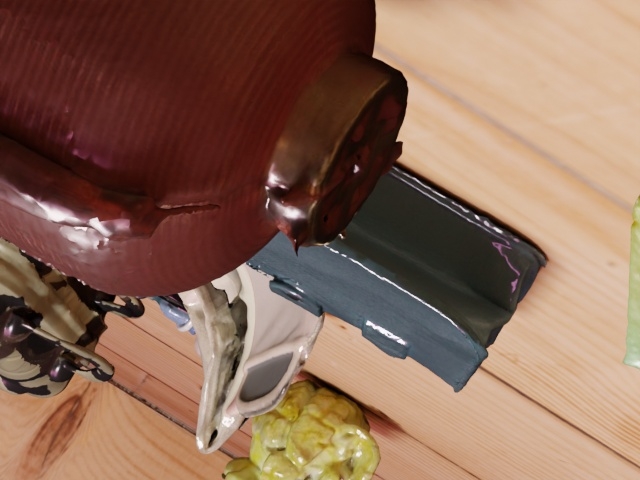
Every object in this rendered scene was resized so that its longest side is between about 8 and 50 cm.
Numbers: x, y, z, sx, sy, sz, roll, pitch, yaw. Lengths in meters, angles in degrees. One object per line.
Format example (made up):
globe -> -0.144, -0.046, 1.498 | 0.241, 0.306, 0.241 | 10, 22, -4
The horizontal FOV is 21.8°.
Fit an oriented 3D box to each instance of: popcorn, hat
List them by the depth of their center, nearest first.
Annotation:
hat -> -0.067, 0.010, 1.128 | 0.226, 0.164, 0.219 | -33, 90, 36
popcorn -> -0.014, 0.211, 1.682 | 0.162, 0.136, 0.141 | -20, 163, 20

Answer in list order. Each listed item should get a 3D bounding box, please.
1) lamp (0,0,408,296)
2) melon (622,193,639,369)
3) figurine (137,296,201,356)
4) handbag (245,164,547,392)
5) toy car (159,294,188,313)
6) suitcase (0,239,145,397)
lamp -> -0.095, -0.078, 0.599 | 0.258, 0.180, 0.180 | 26, 167, 15
melon -> 0.204, 0.017, 0.618 | 0.261, 0.053, 0.114 | 5, 133, 57
figurine -> -0.094, 0.069, 1.466 | 0.149, 0.087, 0.086 | 41, -152, 17
handbag -> 0.000, 0.000, 0.926 | 0.229, 0.062, 0.179 | 30, 163, 4
toy car -> -0.138, 0.009, 1.336 | 0.103, 0.063, 0.216 | 23, 171, 38
suitcase -> -0.338, 0.033, 1.615 | 0.339, 0.194, 0.351 | 26, 167, 14
